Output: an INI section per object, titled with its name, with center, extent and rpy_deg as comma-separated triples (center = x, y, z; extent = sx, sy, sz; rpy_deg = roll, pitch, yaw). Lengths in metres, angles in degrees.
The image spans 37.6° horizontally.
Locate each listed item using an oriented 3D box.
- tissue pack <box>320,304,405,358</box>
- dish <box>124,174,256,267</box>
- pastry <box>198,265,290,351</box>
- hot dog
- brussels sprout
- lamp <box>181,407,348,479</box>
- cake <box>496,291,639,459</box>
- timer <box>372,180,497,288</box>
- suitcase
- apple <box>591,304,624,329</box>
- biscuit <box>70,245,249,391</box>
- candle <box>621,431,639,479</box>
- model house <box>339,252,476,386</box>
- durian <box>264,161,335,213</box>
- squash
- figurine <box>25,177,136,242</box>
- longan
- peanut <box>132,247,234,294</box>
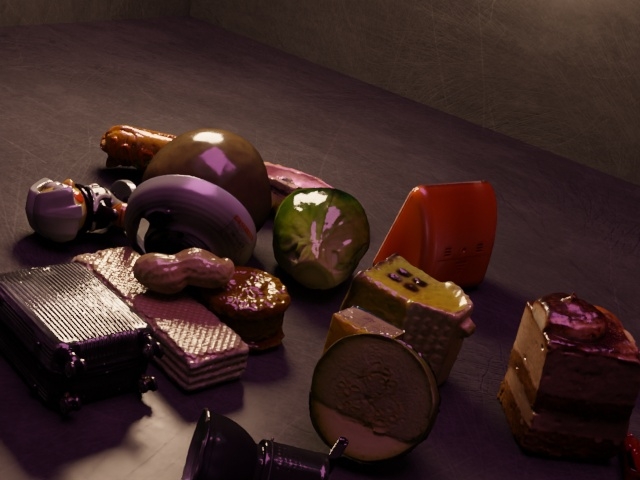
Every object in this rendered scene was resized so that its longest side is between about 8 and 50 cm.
[tissue pack]
center = 0.063, 0.217, 1.659
extent = 0.120, 0.169, 0.082
rpy_deg = 27, 22, 28
[dish]
center = -0.275, 0.012, 1.870
extent = 0.273, 0.273, 0.134
rpy_deg = 14, 46, 2
[pastry]
center = -0.151, 0.130, 1.819
extent = 0.188, 0.103, 0.189
rpy_deg = 11, 24, -5
[hot dog]
center = -0.398, -0.212, 2.437
extent = 0.348, 0.117, 0.158
rpy_deg = 10, -5, -24
[brussels sprout]
center = 0.000, 0.000, 2.083
extent = 0.219, 0.210, 0.271
rpy_deg = 7, 39, -1
[lamp]
center = -0.078, 0.346, 1.360
extent = 0.227, 0.147, 0.172
rpy_deg = 17, 36, -11
[cake]
center = 0.457, 0.226, 1.698
extent = 0.198, 0.293, 0.196
rpy_deg = 7, 22, -4
[timer]
center = 0.286, -0.017, 2.195
extent = 0.257, 0.250, 0.161
rpy_deg = -6, 30, -38
[suitcase]
center = -0.421, 0.155, 1.588
extent = 0.202, 0.128, 0.312
rpy_deg = -9, 31, -42
[apple]
center = 0.570, 0.206, 1.992
extent = 0.146, 0.147, 0.146
rpy_deg = 11, 24, -5
[biscuit]
center = -0.312, 0.134, 1.757
extent = 0.144, 0.079, 0.426
rpy_deg = -10, 32, -41
[candle]
center = 0.557, 0.392, 1.697
extent = 0.053, 0.048, 0.162
rpy_deg = 48, 23, -8
[model house]
center = 0.170, 0.167, 1.804
extent = 0.234, 0.194, 0.174
rpy_deg = 32, 29, 31
[durian]
center = -0.067, -0.114, 2.417
extent = 0.341, 0.112, 0.191
rpy_deg = 14, 13, -19
[squash]
center = 0.084, 0.258, 1.510
extent = 0.220, 0.220, 0.133
rpy_deg = 16, -3, 7
[figurine]
center = -0.510, -0.066, 2.026
extent = 0.236, 0.133, 0.176
rpy_deg = -4, 13, -43
[longan]
center = -0.251, -0.109, 2.094
extent = 0.297, 0.297, 0.297
rpy_deg = 11, 24, -5
[peanut]
center = -0.253, 0.057, 1.746
extent = 0.187, 0.082, 0.082
rpy_deg = -6, 28, -13
